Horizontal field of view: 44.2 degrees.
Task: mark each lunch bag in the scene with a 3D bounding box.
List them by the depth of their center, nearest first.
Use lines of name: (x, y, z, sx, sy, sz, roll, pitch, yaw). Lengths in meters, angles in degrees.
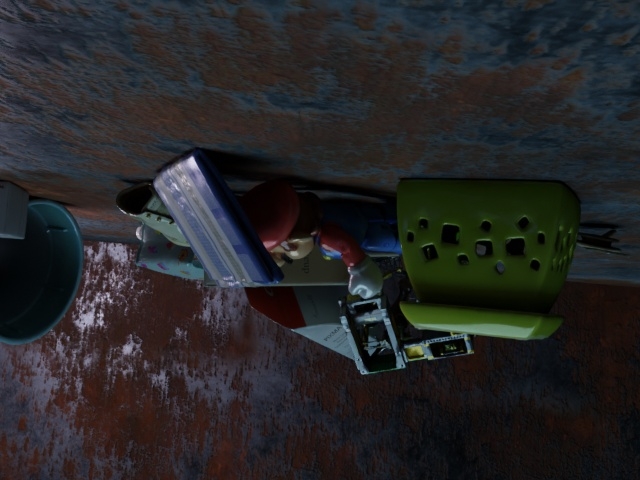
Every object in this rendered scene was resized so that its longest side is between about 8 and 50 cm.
lunch bag: (-0.281, 0.022, 1.949, 0.223, 0.160, 0.262, 0, 168, 40)

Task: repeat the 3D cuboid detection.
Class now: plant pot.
plant pot: (0.238, 0.032, 1.124, 0.228, 0.207, 0.227, 4, 176, 25)
plant pot: (-0.806, 0.040, 1.872, 0.334, 0.341, 0.341, 12, 179, 23)

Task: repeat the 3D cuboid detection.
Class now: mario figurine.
mario figurine: (0.000, 0.000, 1.246, 0.321, 0.170, 0.198, 5, 178, -24)

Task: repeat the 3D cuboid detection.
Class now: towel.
towel: (-0.153, -0.023, 1.122, 0.034, 0.209, 0.285, -34, -171, -20)

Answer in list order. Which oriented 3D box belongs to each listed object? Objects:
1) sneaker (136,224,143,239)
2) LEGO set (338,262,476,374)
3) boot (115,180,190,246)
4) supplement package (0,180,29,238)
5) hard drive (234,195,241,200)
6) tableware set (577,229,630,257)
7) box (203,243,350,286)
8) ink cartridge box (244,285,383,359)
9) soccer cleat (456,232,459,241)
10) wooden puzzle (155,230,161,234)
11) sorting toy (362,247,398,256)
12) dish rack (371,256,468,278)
sneaker: (-0.461, -0.010, 2.355, 0.170, 0.063, 0.075, 12, 180, -21)
LEGO set: (0.177, 0.122, 1.626, 0.331, 0.192, 0.255, -7, -145, 21)
boot: (-0.233, -0.041, 1.366, 0.213, 0.077, 0.165, 4, 161, 34)
supplement package: (-0.660, -0.062, 1.583, 0.105, 0.105, 0.179, 6, 175, -9)
hard drive: (-0.187, -0.071, 1.464, 0.094, 0.022, 0.135, 2, 175, 40)
tableware set: (0.448, -0.014, 1.421, 0.194, 0.039, 0.128, 11, -173, -2)
box: (-0.071, 0.022, 1.594, 0.311, 0.148, 0.121, -1, 177, -27)
ink cartridge box: (-0.035, 0.093, 1.831, 0.091, 0.308, 0.385, -42, 132, 18)
soccer cleat: (0.157, -0.024, 1.363, 0.179, 0.072, 0.060, 3, 175, 30)
wooden puzzle: (-0.344, -0.041, 1.813, 0.116, 0.078, 0.014, 10, -149, 36)
sorting toy: (0.021, -0.018, 1.435, 0.307, 0.041, 0.229, 0, -166, -31)
dish rack: (0.207, 0.023, 1.757, 0.208, 0.074, 0.271, -17, 159, 37)
